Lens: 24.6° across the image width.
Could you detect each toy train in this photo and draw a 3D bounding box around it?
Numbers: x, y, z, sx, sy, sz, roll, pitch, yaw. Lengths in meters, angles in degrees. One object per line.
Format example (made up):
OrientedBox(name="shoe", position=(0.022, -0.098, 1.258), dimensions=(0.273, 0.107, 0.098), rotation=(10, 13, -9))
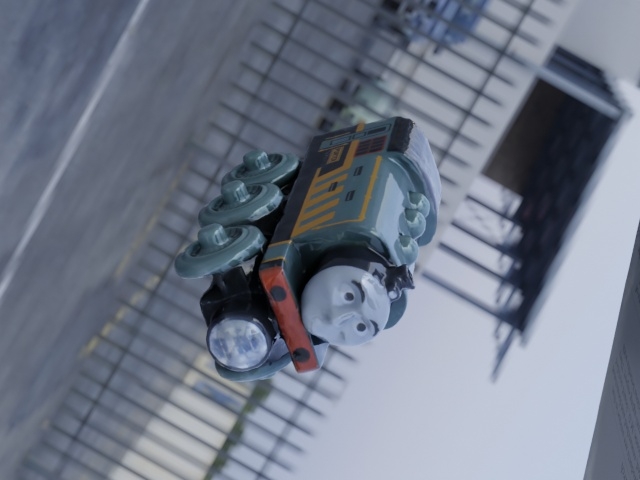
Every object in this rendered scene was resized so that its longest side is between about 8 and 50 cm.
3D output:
OrientedBox(name="toy train", position=(0.000, 0.000, 1.252), dimensions=(0.190, 0.142, 0.334), rotation=(-15, -160, 16))

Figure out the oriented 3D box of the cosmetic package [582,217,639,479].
OrientedBox(name="cosmetic package", position=(0.235, 0.141, 0.710), dimensions=(0.155, 0.196, 0.366), rotation=(-90, -178, -59))
